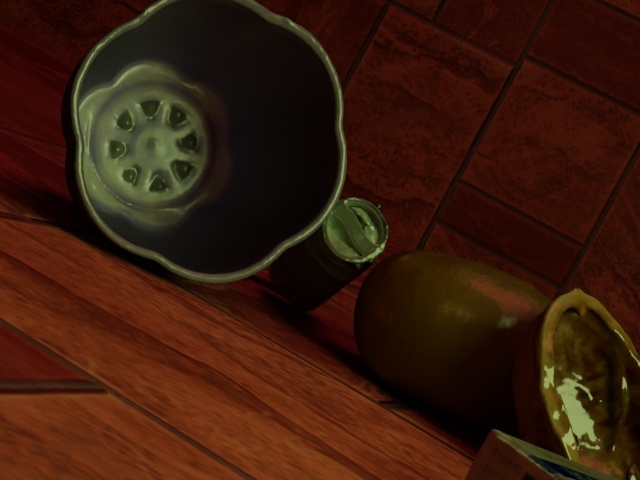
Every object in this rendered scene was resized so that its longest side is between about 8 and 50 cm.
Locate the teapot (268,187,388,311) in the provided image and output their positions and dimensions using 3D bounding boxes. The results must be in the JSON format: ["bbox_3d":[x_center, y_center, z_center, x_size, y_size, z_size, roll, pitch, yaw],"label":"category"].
[{"bbox_3d":[0.000,0.000,1.650,0.107,0.077,0.200,50,-21,1],"label":"teapot"}]

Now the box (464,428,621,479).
[{"bbox_3d":[0.274,0.244,1.143,0.343,0.065,0.200,25,6,-39],"label":"box"}]

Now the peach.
[{"bbox_3d":[0.146,0.098,1.553,0.251,0.153,0.251,33,2,-1],"label":"peach"}]

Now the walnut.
[{"bbox_3d":[0.220,0.154,1.392,0.167,0.087,0.211,5,64,-44],"label":"walnut"}]

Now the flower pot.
[{"bbox_3d":[-0.137,-0.100,1.551,0.265,0.265,0.243,27,-6,-20],"label":"flower pot"}]
